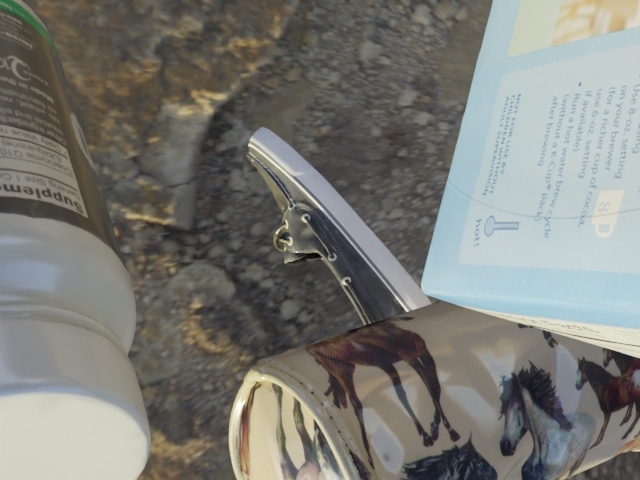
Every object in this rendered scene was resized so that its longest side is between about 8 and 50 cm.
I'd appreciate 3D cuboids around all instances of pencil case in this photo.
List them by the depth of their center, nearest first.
[{"bbox_3d":[0.125,0.128,1.005,0.160,0.410,0.183,1,103,51],"label":"pencil case"}]

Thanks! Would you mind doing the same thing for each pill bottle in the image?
[{"bbox_3d":[-0.238,0.006,0.892,0.204,0.204,0.361,-33,52,13],"label":"pill bottle"}]

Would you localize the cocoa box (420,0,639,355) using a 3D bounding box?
[{"bbox_3d":[0.223,-0.108,0.558,0.228,0.231,0.347,17,84,-23],"label":"cocoa box"}]

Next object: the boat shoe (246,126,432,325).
[{"bbox_3d":[0.000,0.000,1.228,0.076,0.080,0.228,-41,86,-4],"label":"boat shoe"}]
